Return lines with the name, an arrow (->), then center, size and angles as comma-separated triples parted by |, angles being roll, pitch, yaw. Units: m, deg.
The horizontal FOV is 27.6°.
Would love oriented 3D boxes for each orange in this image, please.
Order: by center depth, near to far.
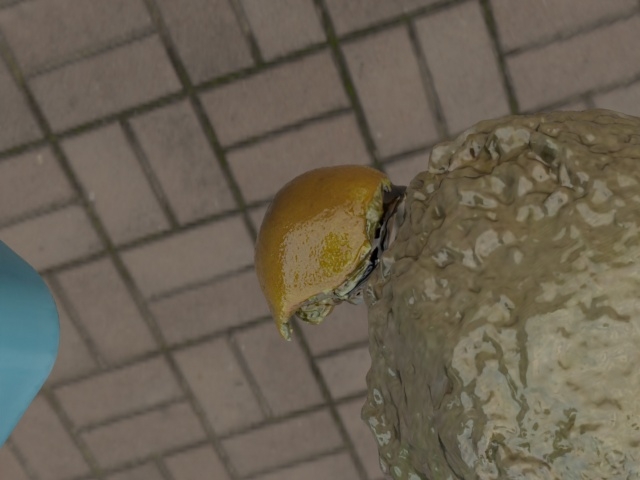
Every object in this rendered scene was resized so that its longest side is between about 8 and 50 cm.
orange -> 0.000, 0.000, 1.129 | 0.112, 0.160, 0.170 | 43, 89, -14

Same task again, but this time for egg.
egg -> 0.160, 0.075, 0.797 | 0.279, 0.311, 0.279 | -14, 165, -4

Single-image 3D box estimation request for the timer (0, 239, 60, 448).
timer -> -0.264, 0.044, 0.577 | 0.232, 0.250, 0.091 | -55, 155, 11
